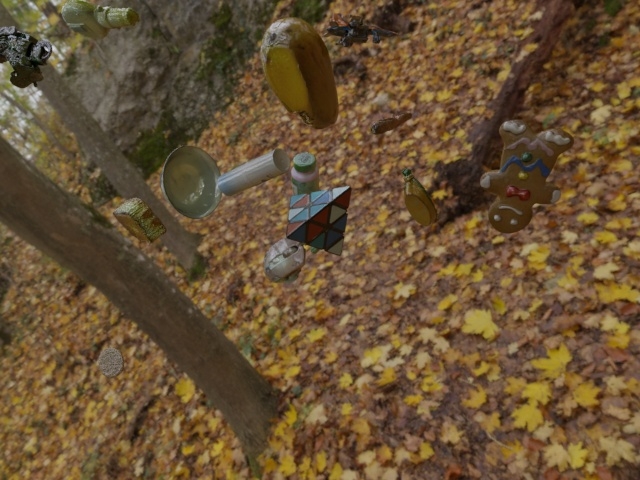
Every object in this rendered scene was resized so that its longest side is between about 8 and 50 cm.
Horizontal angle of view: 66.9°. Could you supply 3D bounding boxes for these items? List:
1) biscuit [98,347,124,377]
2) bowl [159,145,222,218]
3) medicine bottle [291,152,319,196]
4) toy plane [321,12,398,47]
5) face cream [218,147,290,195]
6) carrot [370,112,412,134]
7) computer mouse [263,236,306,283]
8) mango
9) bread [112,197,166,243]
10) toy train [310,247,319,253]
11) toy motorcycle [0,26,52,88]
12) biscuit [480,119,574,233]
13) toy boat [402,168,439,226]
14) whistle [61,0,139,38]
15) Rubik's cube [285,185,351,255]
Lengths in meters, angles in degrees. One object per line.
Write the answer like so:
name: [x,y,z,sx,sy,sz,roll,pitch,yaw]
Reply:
biscuit: [-0.811,0.474,1.878,0.120,0.120,0.015,-29,-9,12]
bowl: [-0.589,-0.245,2.096,0.146,0.313,0.313,-2,32,37]
medicine bottle: [-0.071,-0.281,2.309,0.134,0.274,0.133,0,48,0]
toy plane: [0.101,-0.501,1.179,0.135,0.188,0.062,159,119,-73]
face cream: [-0.204,-0.203,1.470,0.250,0.077,0.077,-15,23,39]
carrot: [0.186,-0.302,1.243,0.165,0.035,0.036,-27,9,-37]
computer mouse: [-0.170,0.089,2.276,0.115,0.199,0.389,-16,-19,-43]
mango: [-0.038,-0.375,1.112,0.130,0.261,0.167,-2,30,39]
bread: [-0.493,-0.052,1.329,0.140,0.128,0.069,4,44,50]
toy train: [0.000,0.000,2.168,0.148,0.038,0.070,133,143,-51]
toy motorcycle: [-1.063,-0.638,1.689,0.187,0.275,0.125,-67,-14,0]
biscuit: [0.356,-0.103,0.858,0.138,0.204,0.031,18,29,13]
toy boat: [0.333,-0.134,1.625,0.089,0.229,0.088,-16,31,39]
whistle: [-0.500,-0.501,1.103,0.198,0.104,0.057,12,76,23]
Rubik's cube: [0.008,-0.104,1.641,0.234,0.284,0.250,-42,-11,25]
